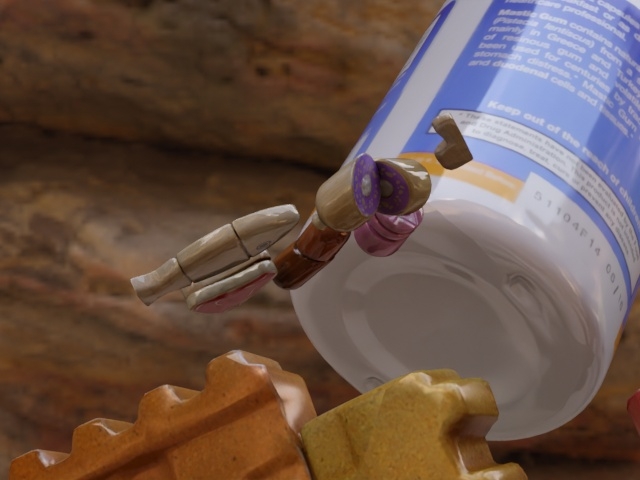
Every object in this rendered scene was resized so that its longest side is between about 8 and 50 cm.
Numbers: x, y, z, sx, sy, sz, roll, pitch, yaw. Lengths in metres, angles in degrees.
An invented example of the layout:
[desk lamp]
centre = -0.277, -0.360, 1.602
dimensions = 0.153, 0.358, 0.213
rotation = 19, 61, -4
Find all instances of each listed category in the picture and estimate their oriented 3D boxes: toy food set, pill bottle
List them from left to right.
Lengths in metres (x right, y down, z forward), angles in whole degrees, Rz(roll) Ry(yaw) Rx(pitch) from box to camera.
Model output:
[toy food set]
centre = 0.000, 0.000, 0.491
dimensions = 0.122, 0.019, 0.078
rotation = -29, -17, 7
[pill bottle]
centre = 0.105, -0.046, 0.703
dimensions = 0.152, 0.152, 0.272
rotation = 3, 42, 30

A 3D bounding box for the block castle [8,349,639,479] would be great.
[block castle]
centre = 0.024, 0.162, 0.509
dimensions = 0.453, 0.213, 0.303
rotation = -27, -18, 20
